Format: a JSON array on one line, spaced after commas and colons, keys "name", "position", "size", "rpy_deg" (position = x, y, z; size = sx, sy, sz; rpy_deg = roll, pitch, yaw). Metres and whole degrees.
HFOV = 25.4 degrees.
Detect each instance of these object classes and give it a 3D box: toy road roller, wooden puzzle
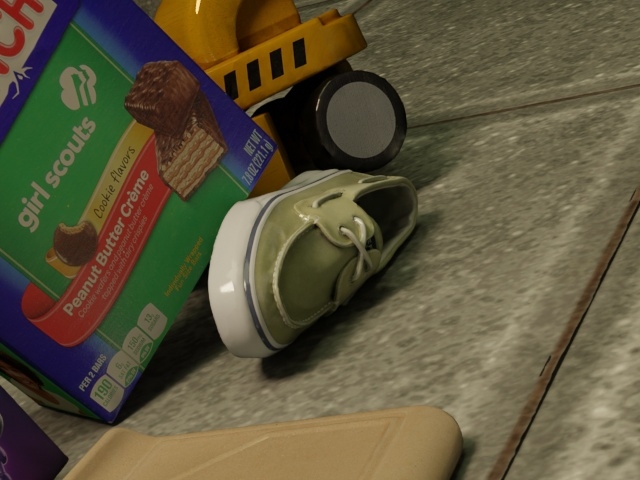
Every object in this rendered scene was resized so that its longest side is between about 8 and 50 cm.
[{"name": "toy road roller", "position": [-0.107, -0.129, 1.324], "size": [0.329, 0.241, 0.202], "rpy_deg": [-28, 8, -22]}, {"name": "wooden puzzle", "position": [-0.056, 0.167, 0.795], "size": [0.238, 0.044, 0.221], "rpy_deg": [-5, 22, 23]}]

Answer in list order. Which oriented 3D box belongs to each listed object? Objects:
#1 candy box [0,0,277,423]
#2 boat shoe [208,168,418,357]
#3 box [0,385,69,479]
[{"name": "candy box", "position": [-0.220, -0.065, 1.041], "size": [0.122, 0.317, 0.268], "rpy_deg": [-1, 53, 51]}, {"name": "boat shoe", "position": [0.000, 0.000, 1.111], "size": [0.094, 0.109, 0.302], "rpy_deg": [-9, 18, 21]}, {"name": "box", "position": [-0.275, 0.137, 0.780], "size": [0.103, 0.184, 0.261], "rpy_deg": [-42, 5, 21]}]
